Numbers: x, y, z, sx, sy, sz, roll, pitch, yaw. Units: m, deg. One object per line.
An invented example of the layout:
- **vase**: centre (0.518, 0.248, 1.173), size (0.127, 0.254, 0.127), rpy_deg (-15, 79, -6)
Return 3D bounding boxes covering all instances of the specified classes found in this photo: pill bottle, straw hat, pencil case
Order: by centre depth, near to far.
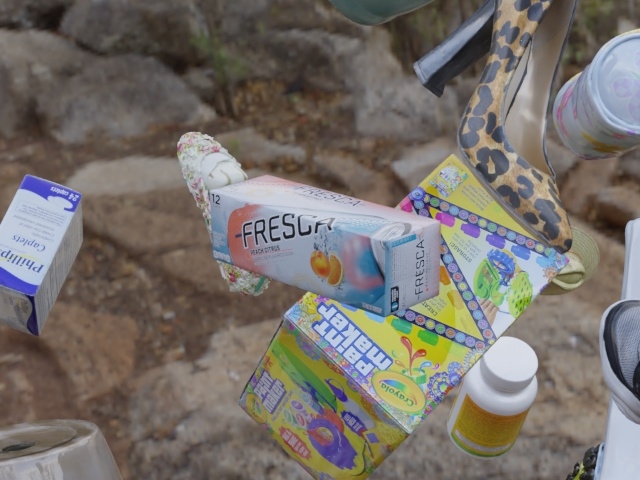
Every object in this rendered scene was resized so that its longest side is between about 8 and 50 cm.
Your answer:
- **pencil case**: centre (0.344, -0.165, 1.542), size (0.114, 0.124, 0.273), rpy_deg (11, -4, 1)
- **straw hat**: centre (0.389, 0.048, 2.126), size (0.145, 0.144, 0.061), rpy_deg (-13, 33, -3)
- **pill bottle**: centre (0.326, 0.291, 2.482), size (0.136, 0.245, 0.136), rpy_deg (5, 49, -6)

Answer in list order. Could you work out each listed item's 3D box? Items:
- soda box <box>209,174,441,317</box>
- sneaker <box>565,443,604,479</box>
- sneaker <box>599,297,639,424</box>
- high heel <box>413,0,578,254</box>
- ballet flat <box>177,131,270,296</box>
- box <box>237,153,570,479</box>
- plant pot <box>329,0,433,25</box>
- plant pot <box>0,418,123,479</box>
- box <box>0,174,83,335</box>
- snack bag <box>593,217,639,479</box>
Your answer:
- **soda box**: centre (0.000, 0.000, 0.971), size (0.183, 0.058, 0.063), rpy_deg (16, 26, 42)
- **sneaker**: centre (0.312, 0.433, 1.648), size (0.146, 0.343, 0.134), rpy_deg (33, 4, 3)
- **sneaker**: centre (0.304, 0.104, 1.066), size (0.101, 0.153, 0.268), rpy_deg (-17, 41, -7)
- **high heel**: centre (0.213, -0.132, 1.234), size (0.186, 0.093, 0.261), rpy_deg (-39, 61, 20)
- **ballet flat**: centre (-0.113, -0.045, 1.735), size (0.091, 0.241, 0.077), rpy_deg (-16, -12, -36)
- **box**: centre (0.082, 0.104, 1.480), size (0.177, 0.290, 0.279), rpy_deg (43, 64, 8)
- **plant pot**: centre (0.118, -0.434, 1.679), size (0.196, 0.293, 0.293), rpy_deg (-7, 26, 34)
- **plant pot**: centre (-0.329, 0.366, 1.545), size (0.323, 0.280, 0.323), rpy_deg (-8, 6, 1)
- **box**: centre (-0.327, 0.018, 1.508), size (0.072, 0.126, 0.137), rpy_deg (20, 63, 0)
- **snack bag**: centre (0.405, 0.089, 1.200), size (0.343, 0.037, 0.323), rpy_deg (-8, 61, 42)
